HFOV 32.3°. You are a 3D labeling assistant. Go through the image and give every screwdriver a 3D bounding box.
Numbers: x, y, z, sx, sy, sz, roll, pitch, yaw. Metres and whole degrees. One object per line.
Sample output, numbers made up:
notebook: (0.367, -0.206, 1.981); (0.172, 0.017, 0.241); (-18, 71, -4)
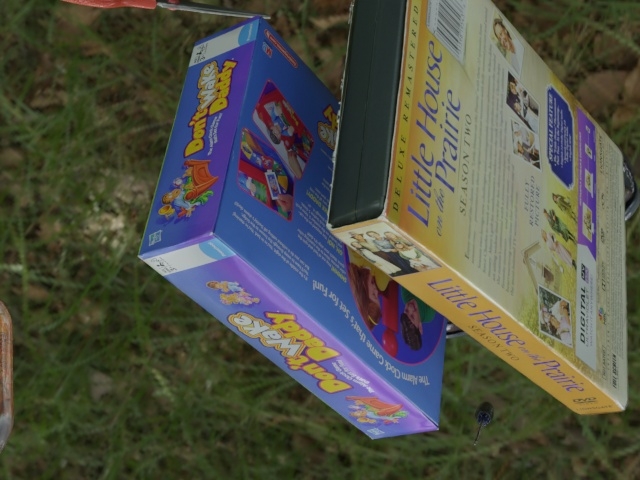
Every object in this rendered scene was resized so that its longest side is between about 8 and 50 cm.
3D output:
screwdriver: (0.200, 0.234, 1.378); (0.024, 0.170, 0.025); (7, 102, 12)

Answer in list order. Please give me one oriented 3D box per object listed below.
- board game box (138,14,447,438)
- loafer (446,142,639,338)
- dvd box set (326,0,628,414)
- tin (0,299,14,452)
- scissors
board game box: (0.000, 0.000, 1.004); (0.078, 0.233, 0.347); (-15, 139, 32)
loafer: (0.228, -0.009, 1.259); (0.302, 0.109, 0.095); (-35, 141, -5)
dvd box set: (0.167, -0.051, 1.017); (0.062, 0.307, 0.420); (-15, 145, 35)
tin: (-0.306, 0.114, 0.894); (0.040, 0.106, 0.189); (32, 124, 41)
scissors: (-0.220, -0.320, 1.499); (0.297, 0.109, 0.021); (14, 116, 1)
